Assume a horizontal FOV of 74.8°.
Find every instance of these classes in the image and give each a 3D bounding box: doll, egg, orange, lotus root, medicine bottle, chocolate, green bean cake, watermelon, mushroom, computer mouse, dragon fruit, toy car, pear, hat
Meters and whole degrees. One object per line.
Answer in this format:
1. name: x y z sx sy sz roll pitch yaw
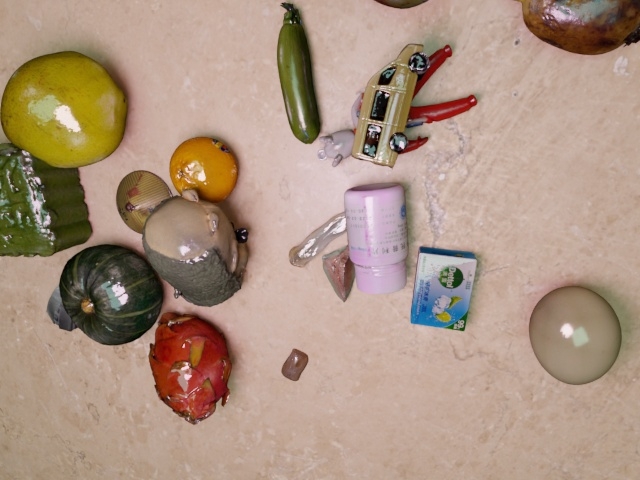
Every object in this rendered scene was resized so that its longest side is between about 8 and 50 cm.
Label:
1. doll: -0.297 0.034 1.068 0.247 0.248 0.350 10 142 10
2. egg: 0.589 0.223 0.980 0.185 0.186 0.242 -1 114 13
3. orange: -0.303 -0.180 1.088 0.177 0.155 0.178 1 113 1
4. lotus root: 0.519 -0.469 0.832 0.313 0.141 0.170 18 104 8
5. medicine bottle: 0.142 -0.007 1.035 0.151 0.152 0.255 -5 103 13
6. chocolate: -0.076 0.376 1.248 0.064 0.031 0.101 30 107 -2
7. green bean cake: -0.860 -0.110 1.192 0.334 0.218 0.320 -4 104 15
8. doll: 0.160 -0.287 0.991 0.383 0.099 0.189 -26 97 11
9. watermelon: 0.050 0.088 1.127 0.101 0.080 0.155 0 120 22
10. mushroom: -0.002 -0.003 1.124 0.202 0.054 0.059 -40 99 13
11. computer mouse: -0.814 0.205 1.341 0.126 0.071 0.231 39 110 0
12. dragon fruit: -0.370 0.350 1.199 0.315 0.250 0.251 35 116 47
13. toy car: 0.144 -0.289 0.898 0.124 0.101 0.257 13 101 4
14. pear: -0.643 -0.323 1.061 0.293 0.294 0.295 3 105 11
15. hat: -0.522 -0.099 1.192 0.192 0.082 0.193 4 106 12

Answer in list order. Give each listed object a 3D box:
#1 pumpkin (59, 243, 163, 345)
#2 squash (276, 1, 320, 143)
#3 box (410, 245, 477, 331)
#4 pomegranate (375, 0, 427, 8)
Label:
1. pumpkin: -0.598 0.151 1.214 0.299 0.207 0.301 10 115 22
2. squash: -0.058 -0.399 1.009 0.087 0.087 0.332 -4 102 13
3. box: 0.310 0.122 1.072 0.139 0.073 0.194 6 106 11
4. pomegranate: 0.186 -0.622 0.803 0.323 0.291 0.291 -25 98 9
